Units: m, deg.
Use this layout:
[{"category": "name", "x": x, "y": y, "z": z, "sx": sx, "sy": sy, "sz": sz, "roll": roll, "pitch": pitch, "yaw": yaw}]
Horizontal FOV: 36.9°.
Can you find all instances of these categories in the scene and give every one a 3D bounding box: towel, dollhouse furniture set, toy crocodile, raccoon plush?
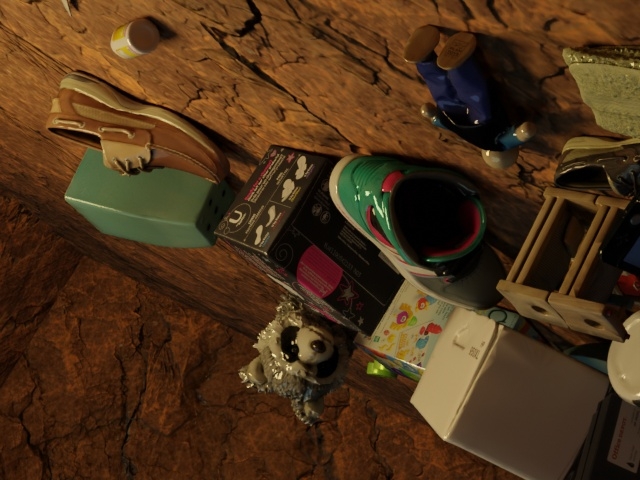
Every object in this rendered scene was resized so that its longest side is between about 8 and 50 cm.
[{"category": "towel", "x": 0.265, "y": -0.109, "z": 0.738, "sx": 0.148, "sy": 0.027, "sz": 0.110, "roll": 15, "pitch": 161, "yaw": 45}, {"category": "dollhouse furniture set", "x": 0.306, "y": 0.052, "z": 1.022, "sx": 0.129, "sy": 0.129, "sz": 0.184, "roll": 15, "pitch": 160, "yaw": 45}, {"category": "toy crocodile", "x": 0.162, "y": 0.222, "z": 1.977, "sx": 0.105, "sy": 0.115, "sz": 0.340, "roll": 9, "pitch": 168, "yaw": -1}, {"category": "raccoon plush", "x": 0.001, "y": 0.200, "z": 1.818, "sx": 0.216, "sy": 0.299, "sz": 0.446, "roll": 25, "pitch": 166, "yaw": 14}]

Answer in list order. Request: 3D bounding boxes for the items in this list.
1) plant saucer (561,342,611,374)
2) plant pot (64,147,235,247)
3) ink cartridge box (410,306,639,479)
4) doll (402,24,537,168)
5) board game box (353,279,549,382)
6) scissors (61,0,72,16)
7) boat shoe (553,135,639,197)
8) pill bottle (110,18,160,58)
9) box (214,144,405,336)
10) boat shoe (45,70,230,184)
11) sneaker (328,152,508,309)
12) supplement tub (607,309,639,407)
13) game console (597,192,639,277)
[{"category": "plant saucer", "x": 0.511, "y": 0.235, "z": 1.458, "sx": 0.317, "sy": 0.043, "sz": 0.317, "roll": 27, "pitch": 166, "yaw": 7}, {"category": "plant pot", "x": -0.283, "y": -0.082, "z": 1.679, "sx": 0.234, "sy": 0.165, "sz": 0.165, "roll": 17, "pitch": 163, "yaw": 19}, {"category": "ink cartridge box", "x": 0.342, "y": 0.252, "z": 1.284, "sx": 0.395, "sy": 0.166, "sz": 0.285, "roll": 27, "pitch": 178, "yaw": -3}, {"category": "doll", "x": 0.146, "y": -0.121, "z": 0.897, "sx": 0.129, "sy": 0.046, "sz": 0.189, "roll": 20, "pitch": 164, "yaw": 36}, {"category": "board game box", "x": 0.221, "y": 0.177, "z": 1.619, "sx": 0.275, "sy": 0.144, "sz": 0.142, "roll": 17, "pitch": 163, "yaw": 43}, {"category": "scissors", "x": -0.317, "y": -0.330, "z": 1.128, "sx": 0.109, "sy": 0.021, "sz": 0.297, "roll": 23, "pitch": 164, "yaw": 17}, {"category": "boat shoe", "x": 0.273, "y": -0.061, "z": 0.847, "sx": 0.056, "sy": 0.049, "sz": 0.152, "roll": 37, "pitch": 164, "yaw": -29}, {"category": "pill bottle", "x": -0.235, "y": -0.251, "z": 1.203, "sx": 0.043, "sy": 0.043, "sz": 0.083, "roll": 36, "pitch": 165, "yaw": -28}, {"category": "box", "x": 0.000, "y": 0.000, "z": 1.384, "sx": 0.142, "sy": 0.163, "sz": 0.247, "roll": 19, "pitch": 163, "yaw": 49}, {"category": "boat shoe", "x": -0.292, "y": -0.153, "z": 1.518, "sx": 0.324, "sy": 0.116, "sz": 0.123, "roll": 25, "pitch": 166, "yaw": 19}, {"category": "sneaker", "x": 0.158, "y": 0.000, "z": 1.173, "sx": 0.295, "sy": 0.124, "sz": 0.178, "roll": 36, "pitch": 174, "yaw": -23}, {"category": "supplement tub", "x": 0.441, "y": 0.157, "z": 1.113, "sx": 0.190, "sy": 0.117, "sz": 0.117, "roll": 20, "pitch": 171, "yaw": -22}, {"category": "game console", "x": 0.335, "y": 0.004, "z": 0.868, "sx": 0.122, "sy": 0.107, "sz": 0.071, "roll": 21, "pitch": -160, "yaw": -27}]
